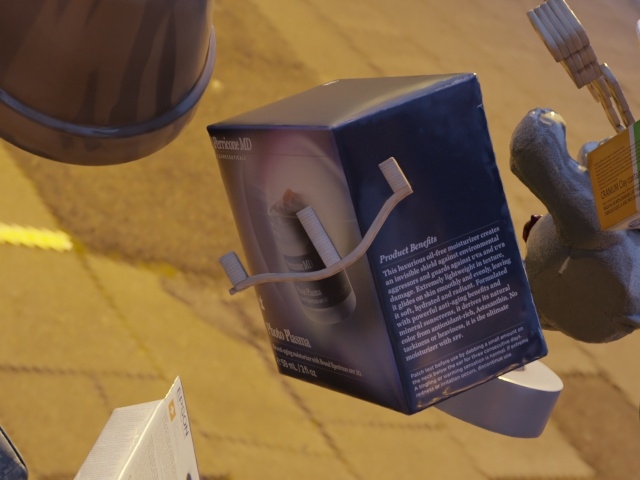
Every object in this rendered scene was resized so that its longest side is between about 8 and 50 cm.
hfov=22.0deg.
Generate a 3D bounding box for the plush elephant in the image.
[{"bbox_3d":[0.336,-0.017,1.828,0.330,0.272,0.255,35,43,12],"label":"plush elephant"}]

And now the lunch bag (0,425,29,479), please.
[{"bbox_3d":[-0.565,0.270,2.064,0.256,0.212,0.305,-40,102,-39],"label":"lunch bag"}]

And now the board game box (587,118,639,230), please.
[{"bbox_3d":[0.390,-0.078,1.196,0.316,0.242,0.064,-5,77,-21],"label":"board game box"}]

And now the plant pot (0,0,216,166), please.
[{"bbox_3d":[-0.243,-0.290,1.811,0.323,0.280,0.323,11,57,-17],"label":"plant pot"}]

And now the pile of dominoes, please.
[{"bbox_3d":[0.270,-0.167,1.710,0.196,0.040,0.251,63,7,35],"label":"pile of dominoes"}]

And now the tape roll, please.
[{"bbox_3d":[0.202,0.176,2.144,0.219,0.072,0.219,22,10,-4],"label":"tape roll"}]

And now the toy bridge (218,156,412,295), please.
[{"bbox_3d":[0.000,0.000,1.467,0.063,0.188,0.026,60,3,10],"label":"toy bridge"}]

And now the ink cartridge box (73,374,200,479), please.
[{"bbox_3d":[-0.203,0.369,1.905,0.071,0.324,0.330,-5,18,10],"label":"ink cartridge box"}]

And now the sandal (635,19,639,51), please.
[{"bbox_3d":[0.469,-0.232,2.078,0.265,0.076,0.102,1,75,-61],"label":"sandal"}]

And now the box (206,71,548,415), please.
[{"bbox_3d":[0.049,-0.006,1.682,0.183,0.294,0.296,-20,12,-25],"label":"box"}]
